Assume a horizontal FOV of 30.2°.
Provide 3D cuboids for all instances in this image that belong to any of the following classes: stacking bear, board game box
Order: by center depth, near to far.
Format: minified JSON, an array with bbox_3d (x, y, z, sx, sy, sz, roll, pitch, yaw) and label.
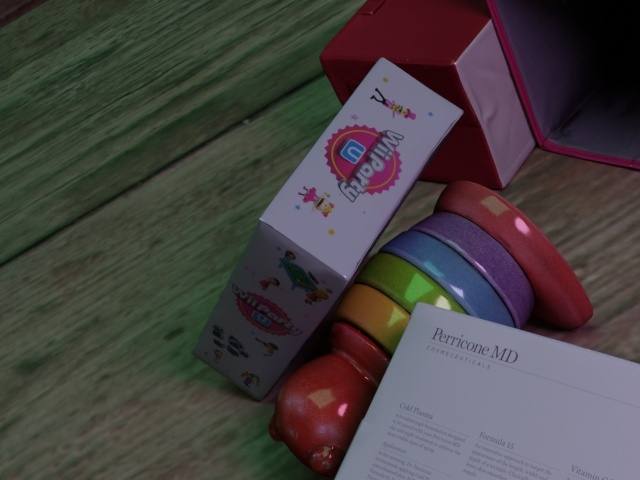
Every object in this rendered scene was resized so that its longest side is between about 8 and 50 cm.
[{"bbox_3d":[0.079,0.097,1.088,0.289,0.164,0.175,-45,38,-15],"label":"stacking bear"},{"bbox_3d":[0.000,0.000,1.148,0.224,0.097,0.303,-54,-2,-32],"label":"board game box"}]

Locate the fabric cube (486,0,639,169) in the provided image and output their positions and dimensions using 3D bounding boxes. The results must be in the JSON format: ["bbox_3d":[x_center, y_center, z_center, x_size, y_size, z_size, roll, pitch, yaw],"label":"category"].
[{"bbox_3d":[0.365,-0.247,1.238,0.258,0.254,0.259,-43,37,-23],"label":"fabric cube"}]

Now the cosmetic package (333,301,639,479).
[{"bbox_3d":[0.172,0.222,0.834,0.377,0.097,0.284,15,76,44],"label":"cosmetic package"}]

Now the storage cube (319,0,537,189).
[{"bbox_3d":[0.151,-0.195,1.374,0.193,0.183,0.215,12,51,42],"label":"storage cube"}]
